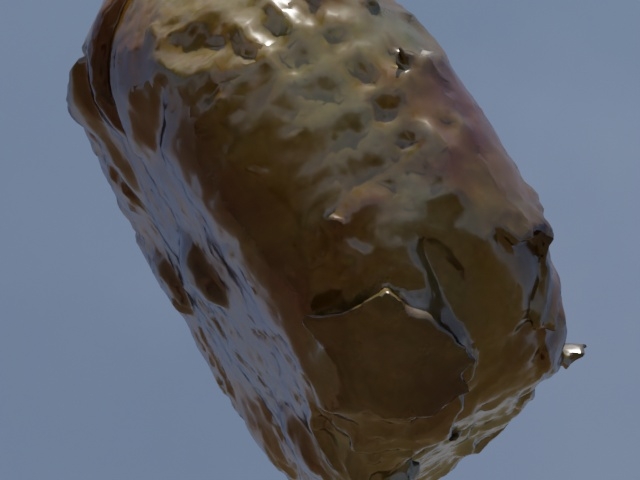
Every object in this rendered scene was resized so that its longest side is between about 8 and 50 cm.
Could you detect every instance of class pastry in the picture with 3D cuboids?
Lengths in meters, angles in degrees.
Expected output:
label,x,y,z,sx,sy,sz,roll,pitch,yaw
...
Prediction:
label,x,y,z,sx,sy,sz,roll,pitch,yaw
pastry,0.000,0.000,0.629,0.229,0.100,0.218,21,-43,61
